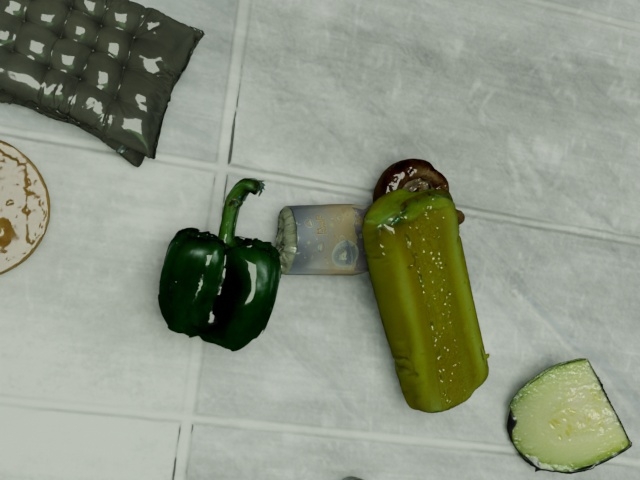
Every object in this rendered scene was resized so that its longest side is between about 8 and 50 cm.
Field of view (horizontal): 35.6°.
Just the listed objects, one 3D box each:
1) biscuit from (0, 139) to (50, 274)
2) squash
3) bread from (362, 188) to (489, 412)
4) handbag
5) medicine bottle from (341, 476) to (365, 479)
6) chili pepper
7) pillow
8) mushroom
[{"bbox_3d":[-0.574,-0.056,1.439,0.355,0.052,0.275,2,86,-19],"label":"biscuit"},{"bbox_3d":[0.416,0.306,1.736,0.184,0.085,0.192,-26,93,11],"label":"squash"},{"bbox_3d":[0.164,0.095,1.610,0.166,0.112,0.383,-24,111,-24],"label":"bread"},{"bbox_3d":[0.000,0.000,1.600,0.173,0.095,0.117,-2,87,-21],"label":"handbag"},{"bbox_3d":[0.063,0.413,1.594,0.058,0.091,0.058,1,87,-18],"label":"medicine bottle"},{"bbox_3d":[-0.142,0.032,1.516,0.174,0.165,0.261,14,86,2],"label":"chili pepper"},{"bbox_3d":[-0.366,-0.274,1.498,0.326,0.101,0.228,22,77,-17],"label":"pillow"},{"bbox_3d":[0.166,-0.064,1.665,0.171,0.080,0.135,25,94,-15],"label":"mushroom"}]
